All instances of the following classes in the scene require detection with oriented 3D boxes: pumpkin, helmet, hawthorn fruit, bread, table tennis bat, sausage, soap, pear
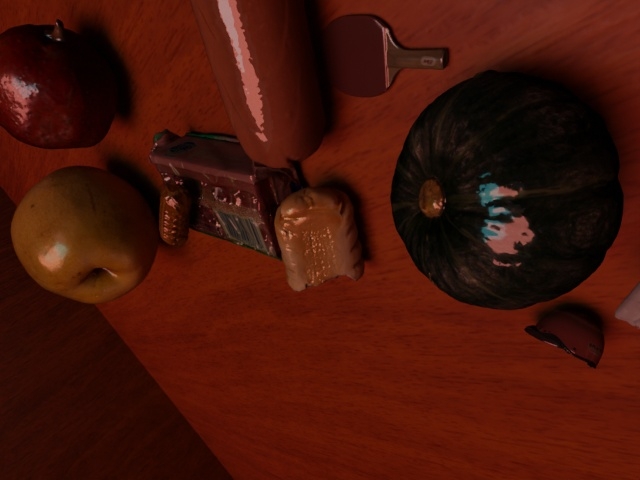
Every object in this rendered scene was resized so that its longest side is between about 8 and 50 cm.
[{"bbox_3d":[0.156,-0.041,0.395,0.212,0.152,0.211,0,90,61],"label":"pumpkin"},{"bbox_3d":[0.276,0.100,0.486,0.065,0.049,0.084,29,-179,-26],"label":"helmet"},{"bbox_3d":[-0.476,-0.285,0.783,0.215,0.215,0.249,41,130,11],"label":"hawthorn fruit"},{"bbox_3d":[0.000,0.000,0.634,0.120,0.084,0.177,-6,124,6],"label":"bread"},{"bbox_3d":[0.062,-0.197,0.469,0.157,0.013,0.086,19,132,37],"label":"table tennis bat"},{"bbox_3d":[-0.070,-0.227,0.485,0.121,0.121,0.304,14,131,38],"label":"sausage"},{"bbox_3d":[-0.149,-0.073,0.722,0.274,0.098,0.217,17,133,36],"label":"soap"},{"bbox_3d":[-0.244,-0.040,0.728,0.052,0.044,0.157,36,146,2],"label":"bread"},{"bbox_3d":[-0.525,-0.013,0.995,0.315,0.314,0.314,27,138,27],"label":"pear"}]

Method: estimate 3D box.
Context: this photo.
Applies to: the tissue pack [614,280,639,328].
[{"bbox_3d":[0.327,0.024,0.278,0.145,0.159,0.229,40,143,19],"label":"tissue pack"}]
